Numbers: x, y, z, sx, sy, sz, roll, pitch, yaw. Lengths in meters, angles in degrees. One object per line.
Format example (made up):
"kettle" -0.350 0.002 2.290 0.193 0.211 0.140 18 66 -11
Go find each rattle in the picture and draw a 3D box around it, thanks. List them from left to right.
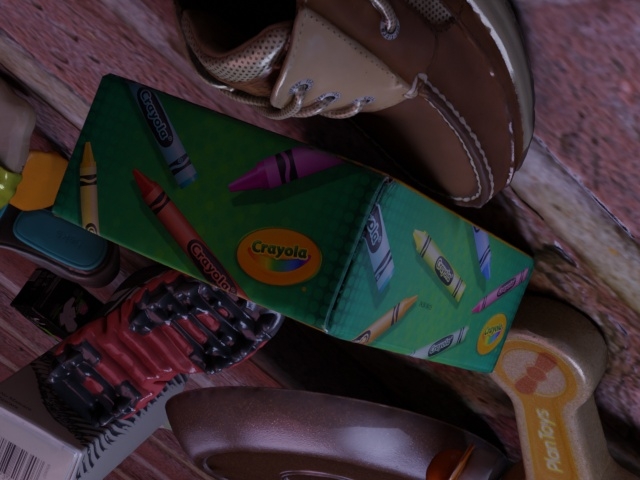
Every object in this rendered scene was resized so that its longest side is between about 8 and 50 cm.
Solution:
"rattle" -0.309 -0.095 1.148 0.200 0.130 0.143 16 -159 12

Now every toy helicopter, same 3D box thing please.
"toy helicopter" 0.167 0.168 1.044 0.235 0.140 0.355 13 140 32

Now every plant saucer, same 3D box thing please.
"plant saucer" 0.010 0.198 1.279 0.311 0.050 0.310 9 158 4

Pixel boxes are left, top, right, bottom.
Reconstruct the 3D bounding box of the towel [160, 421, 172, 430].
"towel" -0.201 0.207 1.770 0.152 0.023 0.113 5 148 49

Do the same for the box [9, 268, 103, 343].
"box" -0.276 0.075 1.531 0.083 0.052 0.062 44 157 -27

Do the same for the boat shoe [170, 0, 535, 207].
"boat shoe" -0.016 -0.114 0.641 0.123 0.120 0.324 10 151 45

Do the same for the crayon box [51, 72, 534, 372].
"crayon box" 0.000 0.000 0.799 0.165 0.081 0.278 22 180 24

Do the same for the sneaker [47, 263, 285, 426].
"sneaker" -0.118 0.062 1.225 0.276 0.135 0.097 -29 107 41

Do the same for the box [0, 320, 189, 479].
"box" -0.228 0.161 1.381 0.113 0.094 0.275 28 -158 8

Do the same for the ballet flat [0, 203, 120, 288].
"ballet flat" -0.276 -0.017 1.299 0.213 0.072 0.068 28 165 8
